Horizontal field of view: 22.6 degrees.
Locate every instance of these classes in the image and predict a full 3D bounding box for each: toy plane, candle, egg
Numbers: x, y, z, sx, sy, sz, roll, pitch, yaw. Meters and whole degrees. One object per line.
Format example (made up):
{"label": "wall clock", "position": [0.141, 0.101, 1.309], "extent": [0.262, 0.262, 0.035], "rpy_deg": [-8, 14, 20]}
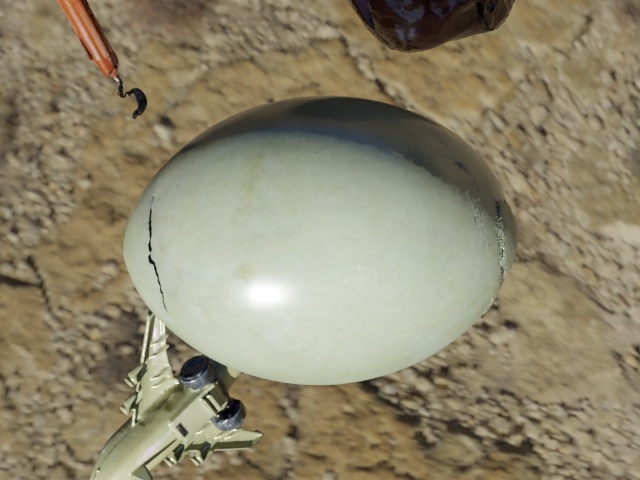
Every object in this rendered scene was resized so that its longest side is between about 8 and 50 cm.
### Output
{"label": "toy plane", "position": [-0.146, 0.175, 1.681], "extent": [0.092, 0.229, 0.244], "rpy_deg": [18, 60, 47]}
{"label": "candle", "position": [-0.172, -0.159, 1.180], "extent": [0.026, 0.167, 0.021], "rpy_deg": [0, 44, 32]}
{"label": "egg", "position": [0.000, 0.000, 1.031], "extent": [0.253, 0.186, 0.186], "rpy_deg": [-3, 76, 0]}

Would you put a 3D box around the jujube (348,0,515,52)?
{"label": "jujube", "position": [0.054, -0.309, 1.221], "extent": [0.216, 0.216, 0.342], "rpy_deg": [-12, 117, 21]}
